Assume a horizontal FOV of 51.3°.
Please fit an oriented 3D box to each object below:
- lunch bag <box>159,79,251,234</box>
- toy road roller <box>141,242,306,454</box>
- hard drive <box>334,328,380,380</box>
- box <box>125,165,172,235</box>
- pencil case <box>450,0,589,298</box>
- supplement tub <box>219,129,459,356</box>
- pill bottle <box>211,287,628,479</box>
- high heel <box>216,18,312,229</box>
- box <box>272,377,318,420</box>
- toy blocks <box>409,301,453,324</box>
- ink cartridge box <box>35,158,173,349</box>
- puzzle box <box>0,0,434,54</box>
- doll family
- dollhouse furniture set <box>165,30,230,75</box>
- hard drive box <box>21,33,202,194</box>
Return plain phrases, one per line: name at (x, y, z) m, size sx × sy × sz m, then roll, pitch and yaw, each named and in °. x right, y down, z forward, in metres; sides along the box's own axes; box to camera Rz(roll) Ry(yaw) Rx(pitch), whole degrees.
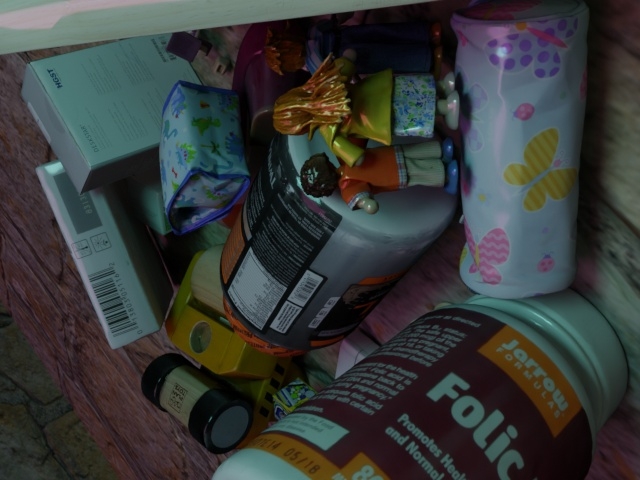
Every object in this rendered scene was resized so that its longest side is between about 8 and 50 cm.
lunch bag at (-0.151, -0.093, 0.801) m, size 0.151 × 0.096 × 0.128 m, roll -40°, pitch 53°, yaw 48°
toy road roller at (-0.126, 0.190, 1.133) m, size 0.203 × 0.241 × 0.329 m, roll 21°, pitch 91°, yaw 43°
hard drive at (0.155, 0.314, 0.955) m, size 0.353 × 0.047 × 0.232 m, roll 35°, pitch 136°, yaw 31°
box at (-0.267, -0.080, 1.165) m, size 0.102 × 0.101 × 0.087 m, roll 27°, pitch 132°, yaw 36°
pencil case at (0.179, -0.082, 0.610) m, size 0.124 × 0.114 × 0.273 m, roll -105°, pitch 7°, yaw -63°
supplement tub at (0.000, 0.000, 0.801) m, size 0.207 × 0.207 × 0.338 m, roll 52°, pitch 144°, yaw 14°
pill bottle at (0.114, 0.197, 0.632) m, size 0.224 × 0.392 × 0.224 m, roll 29°, pitch 134°, yaw 36°
high heel at (-0.080, -0.149, 0.932) m, size 0.377 × 0.127 × 0.181 m, roll 127°, pitch 147°, yaw -60°
box at (0.001, 0.288, 1.037) m, size 0.169 × 0.059 × 0.054 m, roll 28°, pitch 135°, yaw 39°
toy blocks at (0.112, 0.155, 0.816) m, size 0.054 × 0.148 × 0.123 m, roll 32°, pitch 135°, yaw 34°
ink cartridge box at (-0.370, -0.004, 1.206) m, size 0.385 × 0.091 × 0.308 m, roll -147°, pitch 36°, yaw -78°
puzzle box at (-0.041, -0.219, 0.525) m, size 0.409 × 0.272 × 0.052 m, roll 1°, pitch 119°, yaw 22°
doll family at (0.031, -0.151, 0.606) m, size 0.118 × 0.163 × 0.262 m, roll 85°, pitch -177°, yaw -53°
dollhouse furniture set at (-0.154, -0.314, 0.952) m, size 0.114 × 0.091 × 0.081 m, roll -56°, pitch 24°, yaw 28°
hard drive box at (-0.295, -0.200, 1.008) m, size 0.181 × 0.232 × 0.089 m, roll 59°, pitch 144°, yaw 4°
